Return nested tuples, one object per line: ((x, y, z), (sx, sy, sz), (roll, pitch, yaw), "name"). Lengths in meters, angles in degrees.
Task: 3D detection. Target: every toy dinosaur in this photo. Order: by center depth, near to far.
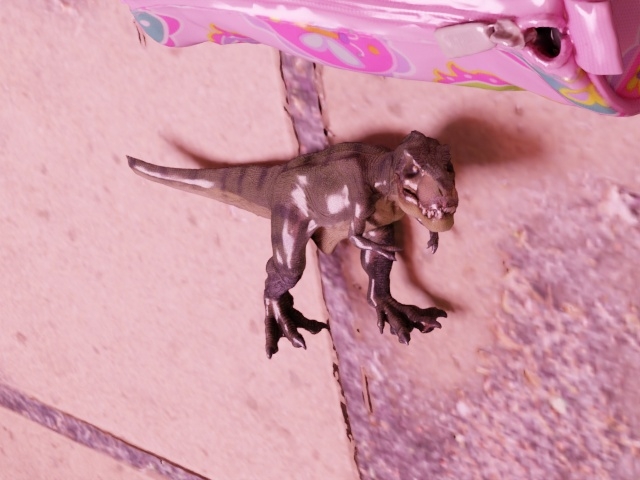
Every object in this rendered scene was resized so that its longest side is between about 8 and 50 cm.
((0.000, 0.000, 0.909), (0.268, 0.064, 0.118), (0, 114, 49), "toy dinosaur")

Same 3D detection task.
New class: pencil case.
((0.031, -0.125, 0.716), (0.284, 0.124, 0.124), (15, 131, 40), "pencil case")
